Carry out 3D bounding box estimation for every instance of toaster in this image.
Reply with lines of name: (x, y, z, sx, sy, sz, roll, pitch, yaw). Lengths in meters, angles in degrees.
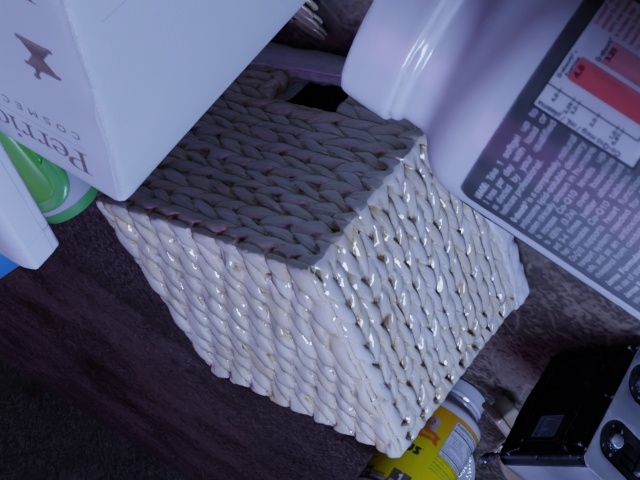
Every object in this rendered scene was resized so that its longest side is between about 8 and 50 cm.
toaster: (0.304, 0.213, 1.128, 0.110, 0.168, 0.186, 43, 153, -13)

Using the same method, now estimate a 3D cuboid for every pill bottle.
pill bottle: (0.150, 0.299, 1.412, 0.117, 0.215, 0.117, 29, 153, 16)
pill bottle: (0.209, -0.082, 0.713, 0.363, 0.210, 0.210, 35, 154, 6)

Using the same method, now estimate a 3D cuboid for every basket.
basket: (0.000, 0.000, 1.057, 0.328, 0.266, 0.331, 18, 146, 37)

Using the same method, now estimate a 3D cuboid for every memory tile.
memory tile: (-0.060, -0.245, 0.964, 0.148, 0.012, 0.113, 32, -179, 11)

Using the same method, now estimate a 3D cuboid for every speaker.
speaker: (-0.471, -0.166, 1.539, 0.131, 0.131, 0.296, 11, 144, 43)

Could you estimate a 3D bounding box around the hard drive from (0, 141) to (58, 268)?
hard drive: (-0.359, -0.129, 0.799, 0.233, 0.047, 0.353, 28, 155, 21)

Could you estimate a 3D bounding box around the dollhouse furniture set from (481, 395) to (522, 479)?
dollhouse furniture set: (0.320, 0.438, 1.331, 0.355, 0.174, 0.303, 52, 179, -32)

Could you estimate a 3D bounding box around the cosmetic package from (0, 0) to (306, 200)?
cosmetic package: (-0.194, -0.312, 0.713, 0.329, 0.327, 0.393, 30, 154, 16)

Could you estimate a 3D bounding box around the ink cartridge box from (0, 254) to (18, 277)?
ink cartridge box: (-0.636, -0.147, 1.613, 0.395, 0.166, 0.285, 58, 177, -36)

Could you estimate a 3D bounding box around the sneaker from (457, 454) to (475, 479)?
sneaker: (0.201, 0.392, 1.643, 0.151, 0.094, 0.256, -109, 9, -70)
